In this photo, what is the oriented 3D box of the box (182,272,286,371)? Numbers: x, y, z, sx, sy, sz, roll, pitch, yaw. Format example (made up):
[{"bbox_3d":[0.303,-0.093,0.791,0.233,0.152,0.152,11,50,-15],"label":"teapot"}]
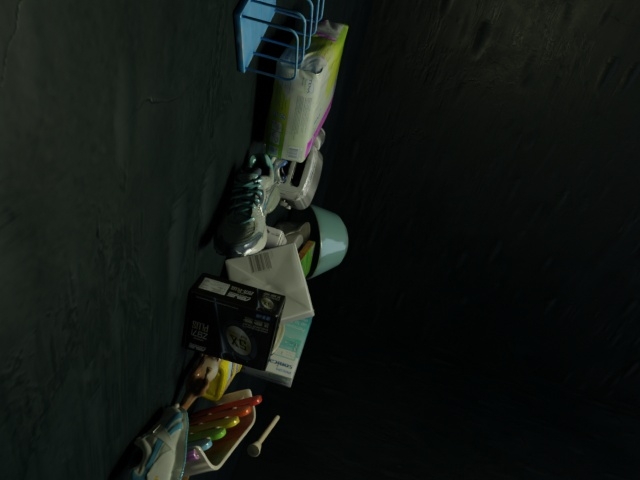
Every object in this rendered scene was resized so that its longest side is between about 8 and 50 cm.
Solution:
[{"bbox_3d":[-0.176,0.166,1.029,0.077,0.180,0.147,-71,178,-62],"label":"box"}]

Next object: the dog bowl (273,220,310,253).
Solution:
[{"bbox_3d":[-0.135,0.089,1.822,0.349,0.102,0.348,15,90,-81],"label":"dog bowl"}]

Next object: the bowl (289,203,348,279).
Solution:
[{"bbox_3d":[0.000,0.000,2.050,0.312,0.163,0.311,5,-84,62],"label":"bowl"}]

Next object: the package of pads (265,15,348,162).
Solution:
[{"bbox_3d":[-0.026,-0.346,1.122,0.296,0.101,0.229,-71,176,-46],"label":"package of pads"}]

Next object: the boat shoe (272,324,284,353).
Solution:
[{"bbox_3d":[-0.182,0.251,1.551,0.324,0.117,0.096,-103,-151,-54],"label":"boat shoe"}]

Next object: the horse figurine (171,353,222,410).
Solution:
[{"bbox_3d":[-0.258,0.273,1.141,0.263,0.066,0.174,-78,-168,-59],"label":"horse figurine"}]

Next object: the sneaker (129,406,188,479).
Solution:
[{"bbox_3d":[-0.299,0.379,0.935,0.229,0.092,0.087,-140,-117,-72],"label":"sneaker"}]

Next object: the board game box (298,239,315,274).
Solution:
[{"bbox_3d":[-0.070,0.097,1.799,0.259,0.039,0.124,-62,164,-69],"label":"board game box"}]

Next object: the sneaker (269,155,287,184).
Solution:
[{"bbox_3d":[-0.122,-0.162,1.350,0.052,0.058,0.135,-67,173,-63],"label":"sneaker"}]

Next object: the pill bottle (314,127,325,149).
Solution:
[{"bbox_3d":[-0.027,-0.359,1.787,0.137,0.078,0.078,-67,173,-61],"label":"pill bottle"}]

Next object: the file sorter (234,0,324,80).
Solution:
[{"bbox_3d":[-0.064,-0.373,0.849,0.118,0.105,0.170,102,5,-63],"label":"file sorter"}]

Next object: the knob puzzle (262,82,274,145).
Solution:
[{"bbox_3d":[-0.106,-0.303,1.163,0.213,0.030,0.213,17,90,-88],"label":"knob puzzle"}]

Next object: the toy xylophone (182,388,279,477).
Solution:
[{"bbox_3d":[-0.233,0.456,1.208,0.323,0.236,0.081,-38,109,-83],"label":"toy xylophone"}]

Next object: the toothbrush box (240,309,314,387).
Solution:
[{"bbox_3d":[-0.171,0.389,1.961,0.126,0.217,0.295,101,8,-58],"label":"toothbrush box"}]

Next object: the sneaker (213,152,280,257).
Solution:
[{"bbox_3d":[-0.156,-0.080,1.030,0.283,0.110,0.122,-81,172,-50],"label":"sneaker"}]

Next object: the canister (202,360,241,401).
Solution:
[{"bbox_3d":[-0.266,0.342,1.379,0.170,0.074,0.126,-59,165,-71],"label":"canister"}]

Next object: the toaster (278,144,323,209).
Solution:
[{"bbox_3d":[-0.069,-0.203,1.453,0.146,0.129,0.226,35,74,-84],"label":"toaster"}]

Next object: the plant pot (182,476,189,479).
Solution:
[{"bbox_3d":[-0.384,0.650,1.310,0.236,0.033,0.236,17,90,-87],"label":"plant pot"}]

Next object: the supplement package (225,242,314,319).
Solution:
[{"bbox_3d":[-0.123,0.131,1.317,0.293,0.178,0.175,92,-17,-79],"label":"supplement package"}]

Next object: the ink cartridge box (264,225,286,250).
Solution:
[{"bbox_3d":[-0.149,-0.001,1.356,0.135,0.099,0.056,83,25,-80],"label":"ink cartridge box"}]
